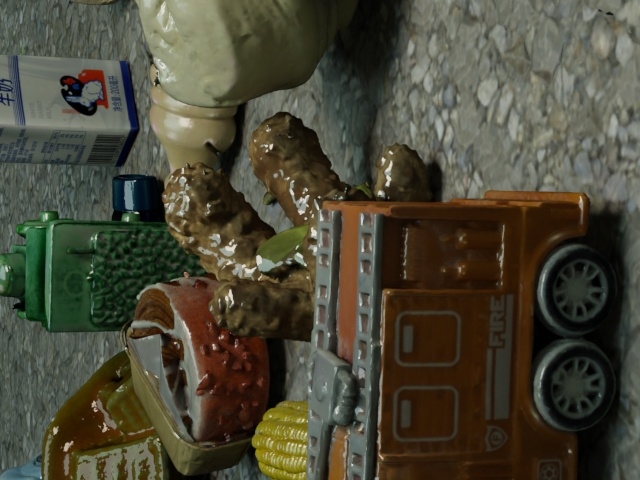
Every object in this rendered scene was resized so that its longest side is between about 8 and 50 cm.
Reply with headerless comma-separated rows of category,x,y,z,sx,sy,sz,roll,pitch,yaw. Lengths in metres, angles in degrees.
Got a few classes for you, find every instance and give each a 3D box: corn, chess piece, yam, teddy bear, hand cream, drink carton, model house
corn,0.009,0.205,1.602,0.244,0.093,0.093,176,95,-67
chess piece,-0.154,-0.188,1.982,0.124,0.138,0.307,-60,-23,-71
yam,-0.042,-0.064,1.835,0.107,0.014,0.014,135,132,-58
teddy bear,-0.006,-0.008,1.490,0.296,0.246,0.222,50,161,17
hand cream,-0.244,0.046,2.261,0.120,0.061,0.271,10,105,61
drink carton,-0.428,-0.185,2.358,0.106,0.315,0.131,122,142,-52
model house,-0.242,0.266,2.076,0.239,0.173,0.268,166,102,-66

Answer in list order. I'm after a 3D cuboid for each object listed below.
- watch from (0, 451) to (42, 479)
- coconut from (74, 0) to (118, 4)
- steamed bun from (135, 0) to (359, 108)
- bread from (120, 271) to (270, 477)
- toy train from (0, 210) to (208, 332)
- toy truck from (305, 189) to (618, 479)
watch,-0.319,0.376,2.276,0.211,0.211,0.193,16,124,66
coconut,-0.323,-0.403,2.394,0.110,0.110,0.124,-137,46,-60
steamed bun,-0.060,-0.295,1.613,0.206,0.275,0.320,-10,92,29
bread,-0.133,0.140,1.886,0.224,0.142,0.212,55,142,40
toy train,-0.263,0.038,2.042,0.202,0.266,0.145,5,94,56
toy truck,0.092,0.153,1.271,0.173,0.207,0.388,-174,85,-67
